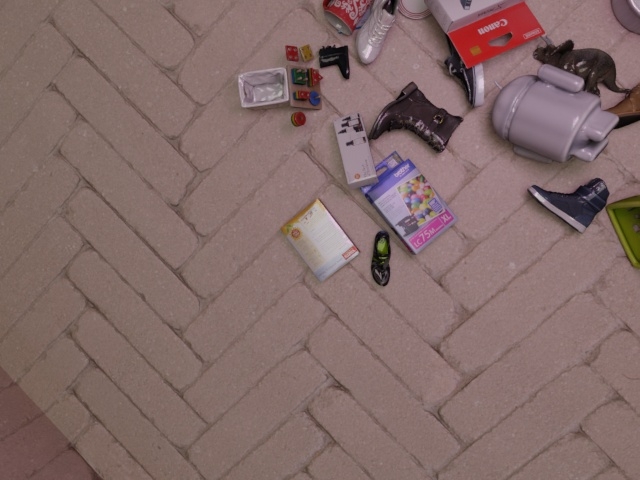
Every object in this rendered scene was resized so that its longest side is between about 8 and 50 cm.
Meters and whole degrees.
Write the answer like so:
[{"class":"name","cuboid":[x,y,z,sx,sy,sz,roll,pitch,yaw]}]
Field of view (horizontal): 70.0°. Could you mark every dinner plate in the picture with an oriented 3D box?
[{"class":"dinner plate","cuboid":[0.314,-0.786,1.473,0.141,0.017,0.141,1,95,8]}]

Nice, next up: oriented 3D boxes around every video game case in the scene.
[{"class":"video game case","cuboid":[0.101,-0.782,1.508,0.119,0.015,0.166,-11,94,10]}]

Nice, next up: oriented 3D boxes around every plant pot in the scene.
[{"class":"plant pot","cuboid":[1.030,-0.050,1.332,0.207,0.228,0.227,-24,91,4]}]

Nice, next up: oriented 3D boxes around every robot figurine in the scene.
[{"class":"robot figurine","cuboid":[0.659,-0.358,1.339,0.353,0.300,0.199,35,56,29]}]

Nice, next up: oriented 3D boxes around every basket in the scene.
[{"class":"basket","cuboid":[-0.179,-0.502,1.532,0.167,0.103,0.113,-5,95,10]}]

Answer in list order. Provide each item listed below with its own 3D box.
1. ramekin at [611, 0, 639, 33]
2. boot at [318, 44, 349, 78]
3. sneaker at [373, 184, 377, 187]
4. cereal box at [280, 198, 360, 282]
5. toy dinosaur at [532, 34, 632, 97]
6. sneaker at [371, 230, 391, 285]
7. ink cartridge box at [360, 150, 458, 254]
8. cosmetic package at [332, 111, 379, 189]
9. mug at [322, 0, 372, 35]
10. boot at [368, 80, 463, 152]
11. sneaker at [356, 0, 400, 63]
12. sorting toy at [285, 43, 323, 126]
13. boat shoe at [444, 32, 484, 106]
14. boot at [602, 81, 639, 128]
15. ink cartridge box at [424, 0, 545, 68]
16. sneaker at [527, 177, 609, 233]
[{"class":"ramekin","cuboid":[0.994,-0.737,1.313,0.277,0.135,0.277,1,96,8]},{"class":"boot","cuboid":[0.046,-0.591,1.519,0.099,0.045,0.121,-4,87,7]},{"class":"sneaker","cuboid":[0.201,-0.152,1.542,0.035,0.031,0.083,-15,93,9]},{"class":"cereal box","cuboid":[0.000,0.000,1.580,0.173,0.047,0.240,-37,89,10]},{"class":"toy dinosaur","cuboid":[0.797,-0.513,1.374,0.313,0.121,0.160,17,111,11]},{"class":"sneaker","cuboid":[0.203,0.062,1.538,0.067,0.078,0.188,2,96,9]},{"class":"ink cartridge box","cuboid":[0.282,-0.129,1.502,0.185,0.065,0.311,-39,87,-2]},{"class":"cosmetic package","cuboid":[0.114,-0.293,1.491,0.098,0.060,0.239,-16,73,11]},{"class":"mug","cuboid":[0.091,-0.770,1.448,0.150,0.113,0.169,37,96,2]},{"class":"boot","cuboid":[0.307,-0.361,1.463,0.229,0.091,0.263,43,84,1]},{"class":"sneaker","cuboid":[0.185,-0.679,1.445,0.090,0.115,0.232,16,99,-18]},{"class":"sorting toy","cuboid":[-0.042,-0.513,1.496,0.046,0.132,0.275,-1,96,48]},{"class":"boat shoe","cuboid":[0.441,-0.559,1.430,0.102,0.108,0.301,-11,91,9]},{"class":"boot","cuboid":[0.937,-0.411,1.374,0.305,0.112,0.115,-14,86,1]},{"class":"ink cartridge box","cuboid":[0.502,-0.688,1.361,0.296,0.066,0.261,-26,80,-10]},{"class":"sneaker","cuboid":[0.776,-0.148,1.418,0.226,0.086,0.163,33,110,-5]}]
